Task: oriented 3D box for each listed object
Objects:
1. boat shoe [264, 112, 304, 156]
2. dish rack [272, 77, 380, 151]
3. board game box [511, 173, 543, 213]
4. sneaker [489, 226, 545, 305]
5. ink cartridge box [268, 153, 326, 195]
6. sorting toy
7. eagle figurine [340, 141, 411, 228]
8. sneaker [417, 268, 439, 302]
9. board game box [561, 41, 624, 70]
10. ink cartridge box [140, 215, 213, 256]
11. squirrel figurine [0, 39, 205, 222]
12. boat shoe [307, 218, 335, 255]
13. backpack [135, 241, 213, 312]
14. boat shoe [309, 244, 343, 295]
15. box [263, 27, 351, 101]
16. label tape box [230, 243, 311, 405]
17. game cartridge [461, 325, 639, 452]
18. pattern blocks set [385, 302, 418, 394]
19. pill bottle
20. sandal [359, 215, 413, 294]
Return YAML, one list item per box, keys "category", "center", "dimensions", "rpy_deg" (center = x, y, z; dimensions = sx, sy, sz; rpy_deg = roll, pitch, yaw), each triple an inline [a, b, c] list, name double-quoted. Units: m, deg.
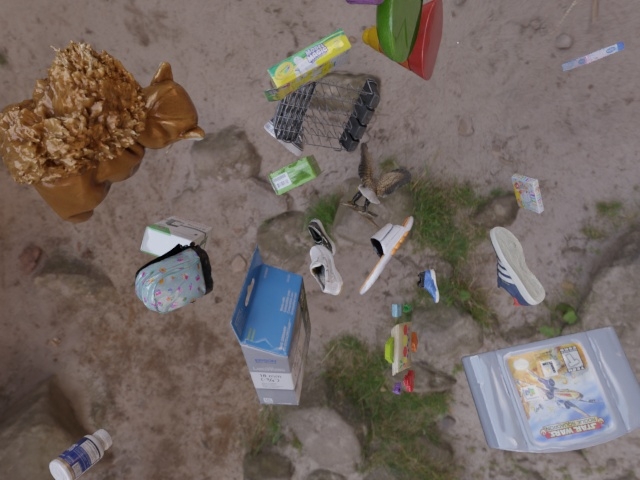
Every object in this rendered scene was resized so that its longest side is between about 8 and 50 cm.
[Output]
- category: "boat shoe"
  center: [-0.103, -0.383, 1.515]
  dimensions: [0.108, 0.301, 0.102]
  rpy_deg: [45, 98, 12]
- category: "dish rack"
  center: [0.012, -0.337, 1.130]
  dimensions: [0.272, 0.074, 0.208]
  rpy_deg: [2, 137, -25]
- category: "board game box"
  center: [0.820, -0.186, 1.695]
  dimensions: [0.026, 0.103, 0.154]
  rpy_deg: [-38, 123, -9]
- category: "sneaker"
  center: [0.782, 0.117, 1.794]
  dimensions: [0.349, 0.131, 0.148]
  rpy_deg: [69, 155, 15]
- category: "ink cartridge box"
  center: [-0.094, -0.294, 1.848]
  dimensions: [0.189, 0.255, 0.096]
  rpy_deg: [-23, 102, 16]
- category: "sorting toy"
  center: [0.074, -0.315, 0.597]
  dimensions: [0.126, 0.366, 0.126]
  rpy_deg: [15, 105, 24]
- category: "eagle figurine"
  center: [0.212, -0.238, 1.733]
  dimensions: [0.225, 0.226, 0.298]
  rpy_deg: [26, 79, 37]
- category: "sneaker"
  center: [0.475, 0.208, 1.905]
  dimensions: [0.085, 0.058, 0.151]
  rpy_deg: [-12, 100, 5]
- category: "board game box"
  center: [0.632, -0.428, 0.998]
  dimensions: [0.090, 0.090, 0.020]
  rpy_deg: [-23, 102, 0]
- category: "ink cartridge box"
  center: [-0.639, -0.008, 1.938]
  dimensions: [0.211, 0.289, 0.121]
  rpy_deg: [18, 104, -1]
- category: "squirrel figurine"
  center: [-0.445, -0.237, 0.915]
  dimensions: [0.371, 0.397, 0.280]
  rpy_deg: [-24, 95, -13]
- category: "boat shoe"
  center: [0.000, 0.000, 2.091]
  dimensions: [0.078, 0.070, 0.219]
  rpy_deg: [-12, 120, 36]
- category: "backpack"
  center: [-0.364, 0.100, 1.070]
  dimensions: [0.115, 0.182, 0.151]
  rpy_deg: [17, 120, 45]
- category: "boat shoe"
  center: [0.003, 0.111, 1.765]
  dimensions: [0.096, 0.277, 0.098]
  rpy_deg: [8, 123, -30]
- category: "box"
  center: [-0.032, -0.329, 0.822]
  dimensions: [0.179, 0.105, 0.043]
  rpy_deg: [-30, 96, 1]
- category: "label tape box"
  center: [-0.102, 0.210, 1.037]
  dimensions: [0.106, 0.240, 0.333]
  rpy_deg: [1, 133, 8]
- category: "game cartridge"
  center: [0.447, 0.290, 0.817]
  dimensions: [0.298, 0.197, 0.062]
  rpy_deg: [-14, 154, 5]
- category: "pattern blocks set"
  center: [0.295, 0.390, 1.557]
  dimensions: [0.026, 0.285, 0.324]
  rpy_deg: [-1, 76, 32]
- category: "pill bottle"
  center: [-0.550, 0.496, 0.991]
  dimensions: [0.067, 0.120, 0.066]
  rpy_deg: [9, 112, 24]
- category: "sandal"
  center: [0.163, 0.023, 1.166]
  dimensions: [0.076, 0.265, 0.102]
  rpy_deg: [35, 163, 6]
